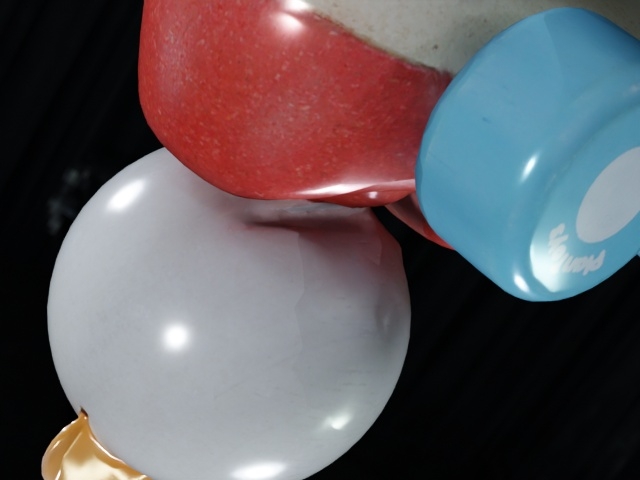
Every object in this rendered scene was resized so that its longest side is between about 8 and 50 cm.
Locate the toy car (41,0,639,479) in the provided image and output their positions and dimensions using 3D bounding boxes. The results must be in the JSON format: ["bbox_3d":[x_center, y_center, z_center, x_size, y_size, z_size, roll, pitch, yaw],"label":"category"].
[{"bbox_3d":[0.000,0.000,0.604,0.219,0.238,0.210,42,-158,32],"label":"toy car"}]
